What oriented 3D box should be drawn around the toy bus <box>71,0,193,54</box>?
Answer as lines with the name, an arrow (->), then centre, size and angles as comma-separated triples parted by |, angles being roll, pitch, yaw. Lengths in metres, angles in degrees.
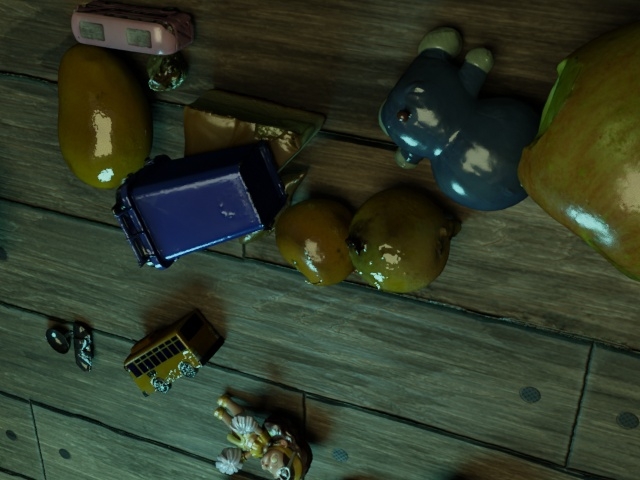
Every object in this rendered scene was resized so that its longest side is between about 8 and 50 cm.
toy bus -> -0.315, -0.355, 1.442 | 0.203, 0.090, 0.063 | 12, 123, 20

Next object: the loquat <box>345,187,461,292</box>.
loquat -> 0.134, -0.003, 1.390 | 0.204, 0.172, 0.149 | -12, 143, -14

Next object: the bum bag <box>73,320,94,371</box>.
bum bag -> -0.529, 0.240, 1.927 | 0.058, 0.034, 0.124 | 23, 126, 32

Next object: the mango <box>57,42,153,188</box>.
mango -> -0.379, -0.214, 1.527 | 0.175, 0.139, 0.255 | 9, 115, 13

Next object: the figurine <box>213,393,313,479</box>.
figurine -> -0.127, 0.411, 1.785 | 0.240, 0.116, 0.175 | 28, 124, 16

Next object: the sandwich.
sandwich -> -0.113, -0.139, 1.461 | 0.220, 0.108, 0.186 | 14, 123, 15

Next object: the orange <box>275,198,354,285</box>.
orange -> 0.000, 0.000, 1.482 | 0.156, 0.134, 0.156 | 51, 167, 17

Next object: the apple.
apple -> 0.429, -0.116, 1.082 | 0.339, 0.339, 0.340 | 12, 122, 19

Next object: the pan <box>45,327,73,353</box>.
pan -> -0.571, 0.214, 1.933 | 0.115, 0.023, 0.068 | -27, 102, 44

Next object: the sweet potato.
sweet potato -> -0.084, -0.061, 1.528 | 0.068, 0.060, 0.206 | 16, 133, -30

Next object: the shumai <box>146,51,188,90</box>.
shumai -> -0.271, -0.284, 1.468 | 0.082, 0.080, 0.083 | 30, 129, 9

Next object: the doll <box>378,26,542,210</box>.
doll -> 0.214, -0.161, 1.279 | 0.258, 0.154, 0.228 | 33, 123, -4

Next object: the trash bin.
trash bin -> -0.189, -0.060, 1.370 | 0.234, 0.184, 0.163 | -12, 113, 24

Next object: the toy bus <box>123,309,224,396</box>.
toy bus -> -0.308, 0.233, 1.777 | 0.201, 0.098, 0.114 | -31, 101, 35
